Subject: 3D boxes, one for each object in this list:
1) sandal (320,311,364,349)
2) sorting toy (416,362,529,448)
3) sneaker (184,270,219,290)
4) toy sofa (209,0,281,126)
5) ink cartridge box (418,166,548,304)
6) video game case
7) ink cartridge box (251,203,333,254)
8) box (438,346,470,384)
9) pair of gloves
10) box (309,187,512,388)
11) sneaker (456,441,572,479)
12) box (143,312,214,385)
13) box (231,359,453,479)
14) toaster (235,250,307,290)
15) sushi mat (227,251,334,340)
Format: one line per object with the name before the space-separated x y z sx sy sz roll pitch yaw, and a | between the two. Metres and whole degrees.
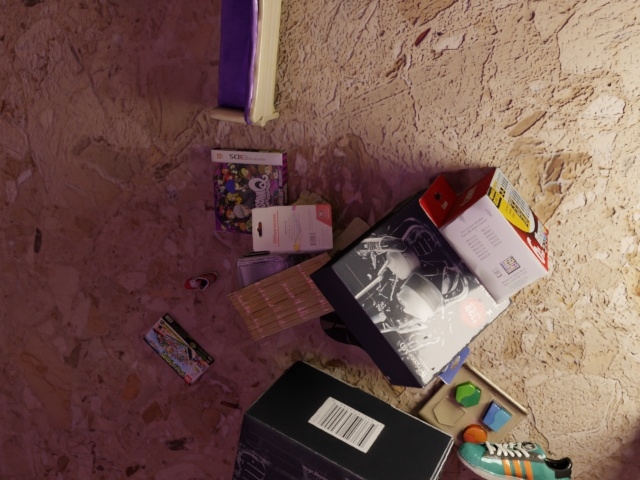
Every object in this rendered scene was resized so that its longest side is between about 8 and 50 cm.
sandal | 0.140 0.244 1.742 0.302 0.086 0.120 24 119 27
sorting toy | 0.364 0.435 1.740 0.307 0.041 0.229 39 115 4
sneaker | -0.357 0.124 1.878 0.118 0.067 0.042 -20 99 24
toy sofa | -0.184 -0.467 1.574 0.150 0.177 0.363 12 111 15
ink cartridge box | 0.370 -0.048 1.438 0.130 0.309 0.272 -38 92 25
video game case | -0.189 -0.130 1.754 0.210 0.042 0.232 6 109 19
ink cartridge box | -0.072 -0.026 1.633 0.198 0.067 0.115 -2 81 -5
box | 0.280 0.243 1.659 0.225 0.136 0.036 42 144 1
pair of gloves | 0.000 0.000 1.688 0.240 0.042 0.204 32 81 3
box | 0.211 0.115 1.529 0.312 0.179 0.343 -39 93 -19
sneaker | 0.507 0.567 1.691 0.302 0.108 0.121 20 101 -5
box | -0.434 0.334 1.989 0.207 0.036 0.114 44 115 2
box | 0.033 0.660 1.721 0.479 0.297 0.472 23 119 20
toaster | -0.137 0.102 1.764 0.227 0.129 0.146 -7 100 20
sushi mat | -0.076 0.148 1.674 0.316 0.019 0.151 -24 101 21
